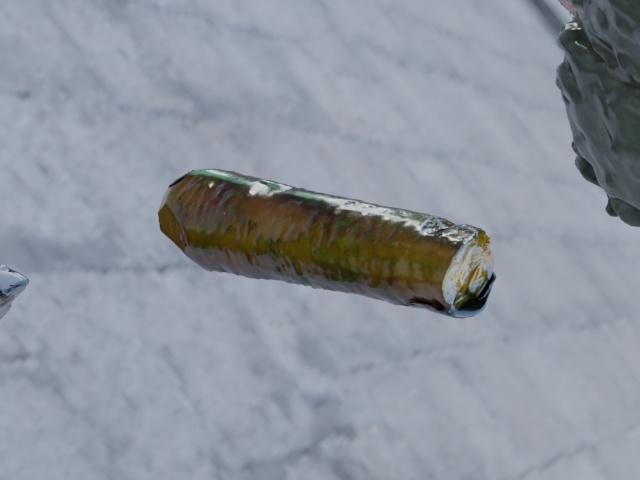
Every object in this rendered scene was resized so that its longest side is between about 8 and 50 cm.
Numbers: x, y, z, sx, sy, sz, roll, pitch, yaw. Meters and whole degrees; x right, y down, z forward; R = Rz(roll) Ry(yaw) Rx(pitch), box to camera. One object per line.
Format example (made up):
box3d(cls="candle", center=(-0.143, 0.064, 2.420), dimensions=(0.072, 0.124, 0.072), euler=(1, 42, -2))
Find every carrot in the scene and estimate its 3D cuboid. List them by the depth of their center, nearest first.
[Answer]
box3d(cls="carrot", center=(0.000, 0.000, 1.251), dimensions=(0.260, 0.070, 0.070), euler=(11, -16, 41))

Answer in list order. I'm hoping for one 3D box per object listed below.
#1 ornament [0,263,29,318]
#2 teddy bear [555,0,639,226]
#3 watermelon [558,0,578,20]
box3d(cls="ornament", center=(-0.410, 0.007, 1.690), dimensions=(0.251, 0.106, 0.260), euler=(-36, 81, -32))
box3d(cls="teddy bear", center=(0.241, -0.147, 1.156), dimensions=(0.367, 0.224, 0.357), euler=(96, -26, -58))
box3d(cls="watermelon", center=(0.257, -0.260, 1.570), dimensions=(0.193, 0.310, 0.231), euler=(16, 29, 2))
